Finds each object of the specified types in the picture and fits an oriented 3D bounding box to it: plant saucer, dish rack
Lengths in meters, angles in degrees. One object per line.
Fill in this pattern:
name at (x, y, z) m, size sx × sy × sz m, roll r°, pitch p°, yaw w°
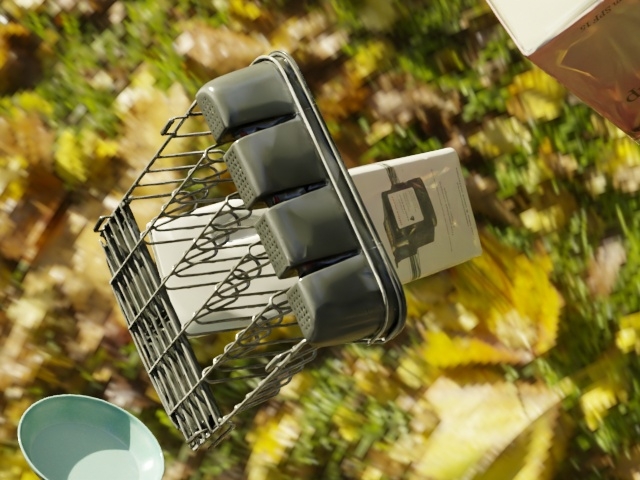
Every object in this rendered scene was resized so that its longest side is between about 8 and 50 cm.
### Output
plant saucer at (-0.181, 0.168, 1.539) m, size 0.119 × 0.119 × 0.021 m, roll 38°, pitch 123°, yaw 17°
dish rack at (-0.063, 0.021, 1.359) m, size 0.074 × 0.271 × 0.208 m, roll -14°, pitch 72°, yaw -31°

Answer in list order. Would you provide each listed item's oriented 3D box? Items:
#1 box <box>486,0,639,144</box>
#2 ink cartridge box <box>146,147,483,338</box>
box at (0.230, -0.184, 1.472) m, size 0.148 × 0.232 × 0.127 m, roll -39°, pitch 58°, yaw 17°
ink cartridge box at (0.000, 0.000, 1.588) m, size 0.172 × 0.237 × 0.100 m, roll -15°, pitch 90°, yaw 28°
